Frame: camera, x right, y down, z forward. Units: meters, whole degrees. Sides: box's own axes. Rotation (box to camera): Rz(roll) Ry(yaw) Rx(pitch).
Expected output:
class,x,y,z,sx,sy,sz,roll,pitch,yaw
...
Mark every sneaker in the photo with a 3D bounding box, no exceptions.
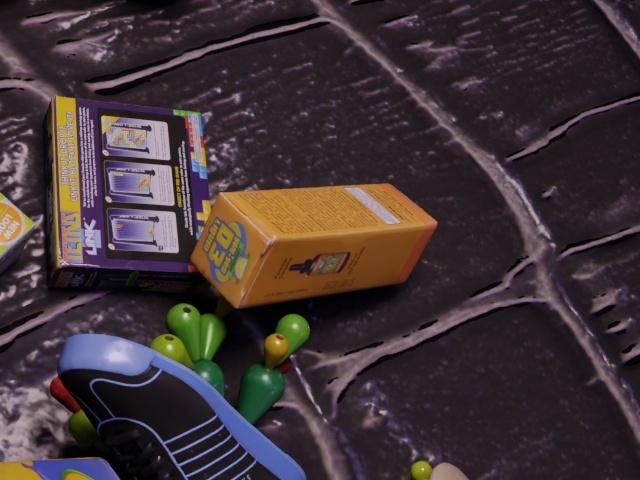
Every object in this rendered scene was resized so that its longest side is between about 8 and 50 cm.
class,x,y,z,sx,sy,sz,roll,pitch,yaw
sneaker,-0.101,0.159,0.768,0.232,0.081,0.090,41,46,-26

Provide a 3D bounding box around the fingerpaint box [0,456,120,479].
class,x,y,z,sx,sy,sz,roll,pitch,yaw
fingerpaint box,-0.115,0.322,0.522,0.445,0.163,0.371,43,6,20

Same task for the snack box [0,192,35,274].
class,x,y,z,sx,sy,sz,roll,pitch,yaw
snack box,-0.359,-0.017,0.831,0.207,0.070,0.174,42,52,-3

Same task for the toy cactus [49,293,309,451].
class,x,y,z,sx,sy,sz,roll,pitch,yaw
toy cactus,-0.098,0.141,0.877,0.219,0.112,0.180,-22,94,-37

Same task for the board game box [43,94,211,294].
class,x,y,z,sx,sy,sz,roll,pitch,yaw
board game box,-0.171,-0.039,0.956,0.141,0.048,0.170,4,62,-23

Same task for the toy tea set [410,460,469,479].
class,x,y,z,sx,sy,sz,roll,pitch,yaw
toy tea set,0.080,0.343,0.857,0.200,0.124,0.336,21,46,-53

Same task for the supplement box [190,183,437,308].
class,x,y,z,sx,sy,sz,roll,pitch,yaw
supplement box,0.000,0.000,0.953,0.080,0.078,0.233,42,28,28
